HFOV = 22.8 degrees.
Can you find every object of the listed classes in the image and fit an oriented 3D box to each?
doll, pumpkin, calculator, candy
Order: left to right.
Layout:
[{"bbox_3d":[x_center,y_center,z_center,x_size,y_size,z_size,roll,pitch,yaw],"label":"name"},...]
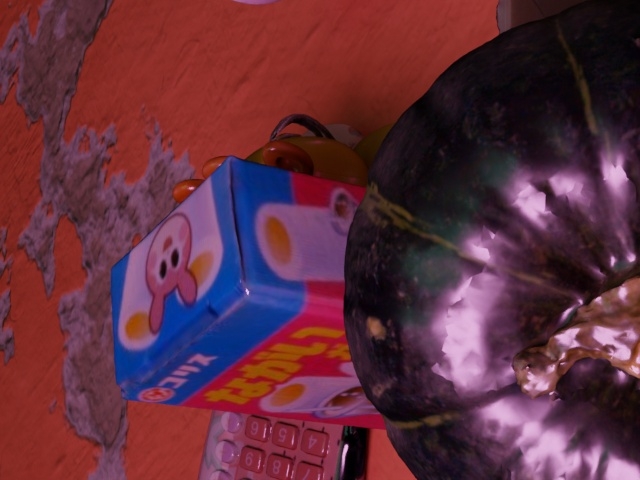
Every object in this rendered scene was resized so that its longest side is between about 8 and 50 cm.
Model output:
[{"bbox_3d":[-0.035,0.216,1.316,0.220,0.048,0.329,5,87,57],"label":"calculator"},{"bbox_3d":[0.000,-0.038,1.176,0.143,0.221,0.135,-29,63,53],"label":"doll"},{"bbox_3d":[0.032,0.047,1.028,0.157,0.306,0.100,-38,52,45],"label":"candy"},{"bbox_3d":[0.173,0.030,0.839,0.241,0.323,0.323,-6,-73,-84],"label":"pumpkin"}]

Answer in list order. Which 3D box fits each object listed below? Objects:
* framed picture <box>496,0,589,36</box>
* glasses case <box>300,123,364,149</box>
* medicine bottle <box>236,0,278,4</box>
[{"bbox_3d":[0.192,-0.142,1.094,0.209,0.019,0.281,-14,71,54],"label":"framed picture"},{"bbox_3d":[0.000,0.000,1.284,0.081,0.051,0.204,-12,61,31],"label":"glasses case"},{"bbox_3d":[0.035,-0.333,1.195,0.379,0.214,0.213,-24,63,51],"label":"medicine bottle"}]
